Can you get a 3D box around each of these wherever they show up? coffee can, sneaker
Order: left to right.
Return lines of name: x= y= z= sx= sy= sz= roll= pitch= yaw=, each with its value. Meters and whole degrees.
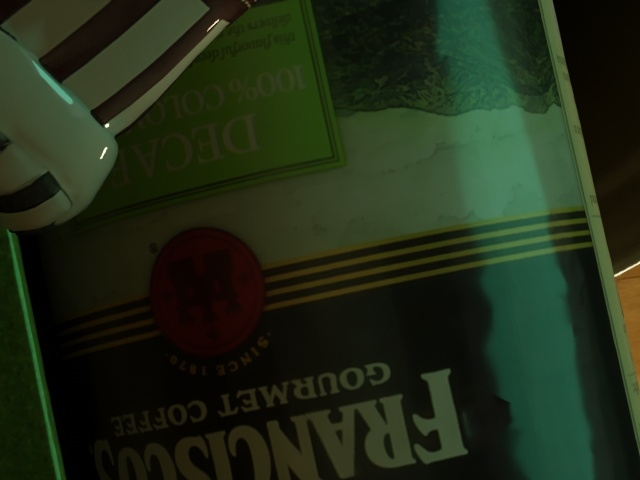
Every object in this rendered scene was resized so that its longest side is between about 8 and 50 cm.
sneaker: x=-0.056 y=-0.138 z=0.453 sx=0.106 sy=0.162 sz=0.281 roll=43 pitch=16 yaw=-49
coffee can: x=0.000 y=0.000 z=0.628 sx=0.201 sy=0.202 sz=0.275 roll=6 pitch=71 yaw=-78

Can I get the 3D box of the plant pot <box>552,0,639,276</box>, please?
plant pot: x=0.067 y=-0.168 z=0.981 sx=0.280 sy=0.323 sz=0.323 roll=-115 pitch=-178 yaw=-51

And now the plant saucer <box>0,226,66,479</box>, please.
plant saucer: x=-0.121 y=0.026 z=0.413 sx=0.188 sy=0.045 sz=0.188 roll=1 pitch=78 yaw=-78
